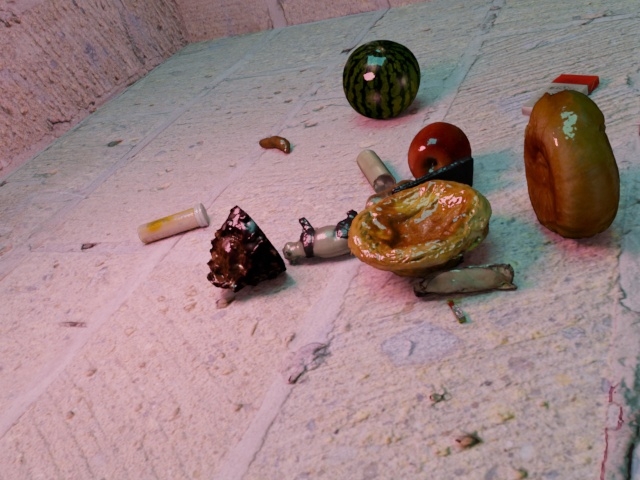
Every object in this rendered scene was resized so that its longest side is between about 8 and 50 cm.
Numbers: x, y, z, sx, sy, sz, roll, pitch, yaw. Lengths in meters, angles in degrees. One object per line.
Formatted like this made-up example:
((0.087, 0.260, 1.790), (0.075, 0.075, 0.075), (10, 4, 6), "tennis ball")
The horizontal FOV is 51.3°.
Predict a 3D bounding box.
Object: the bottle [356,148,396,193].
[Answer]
((0.167, -0.210, 2.022), (0.072, 0.072, 0.201), (-20, 32, -2), "bottle")

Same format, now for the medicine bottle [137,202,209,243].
((-0.467, -0.051, 2.115), (0.218, 0.073, 0.074), (-18, 31, 5), "medicine bottle")

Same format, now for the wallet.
((0.305, -0.137, 1.790), (0.244, 0.124, 0.025), (-24, 51, -11), "wallet")

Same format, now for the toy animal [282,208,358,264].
((0.000, 0.000, 1.774), (0.225, 0.093, 0.121), (-9, 42, 14), "toy animal")

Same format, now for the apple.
((0.333, -0.239, 1.872), (0.181, 0.180, 0.168), (-1, 20, 27), "apple")

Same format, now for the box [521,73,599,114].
((0.771, -0.466, 2.137), (0.245, 0.035, 0.139), (-38, 36, -29), "box")

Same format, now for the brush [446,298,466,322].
((0.292, 0.147, 1.446), (0.019, 0.021, 0.083), (-22, 31, 0), "brush")

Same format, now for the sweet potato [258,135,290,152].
((-0.165, -0.360, 2.453), (0.053, 0.053, 0.182), (-28, 29, -32), "sweet potato")

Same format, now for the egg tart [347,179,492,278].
((0.241, -0.014, 1.601), (0.352, 0.150, 0.352), (-14, 31, 9), "egg tart")

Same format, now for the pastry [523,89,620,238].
((0.570, -0.174, 1.523), (0.164, 0.355, 0.356), (-8, 32, 5), "pastry")

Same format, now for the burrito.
((0.318, 0.090, 1.484), (0.230, 0.063, 0.058), (-6, 61, 17), "burrito")

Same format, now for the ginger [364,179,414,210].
((0.203, -0.115, 1.857), (0.190, 0.068, 0.095), (-29, 25, -17), "ginger")

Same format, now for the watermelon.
((0.218, -0.574, 2.381), (0.285, 0.285, 0.285), (-14, 32, 9), "watermelon")

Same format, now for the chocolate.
((-0.224, 0.043, 1.727), (0.177, 0.206, 0.224), (-40, 41, -13), "chocolate")
